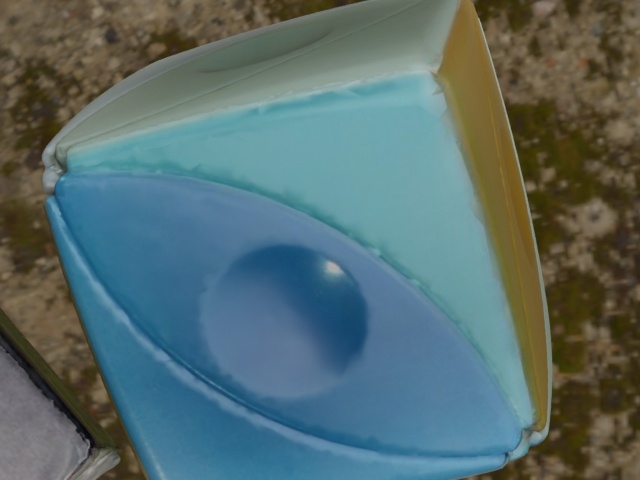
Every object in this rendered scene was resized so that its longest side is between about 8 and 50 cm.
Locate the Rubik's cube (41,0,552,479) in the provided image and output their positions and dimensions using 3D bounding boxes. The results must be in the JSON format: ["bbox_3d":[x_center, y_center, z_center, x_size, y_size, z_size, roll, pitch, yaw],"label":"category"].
[{"bbox_3d":[0.000,0.000,1.215,0.347,0.351,0.352,-67,140,-67],"label":"Rubik's cube"}]

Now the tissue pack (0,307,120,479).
[{"bbox_3d":[-0.414,0.138,1.279,0.288,0.124,0.394,-42,81,-1],"label":"tissue pack"}]
